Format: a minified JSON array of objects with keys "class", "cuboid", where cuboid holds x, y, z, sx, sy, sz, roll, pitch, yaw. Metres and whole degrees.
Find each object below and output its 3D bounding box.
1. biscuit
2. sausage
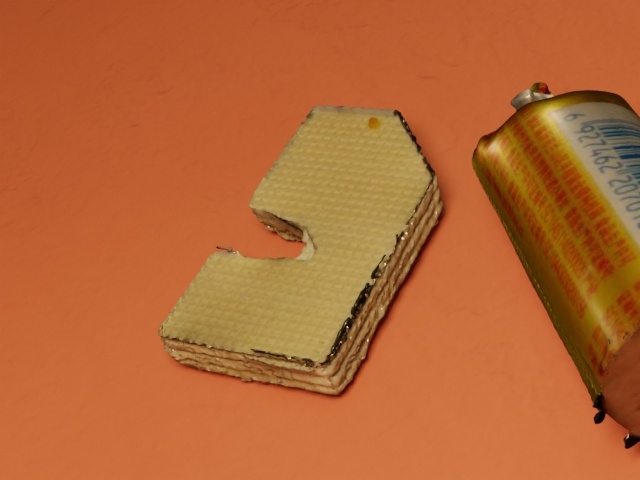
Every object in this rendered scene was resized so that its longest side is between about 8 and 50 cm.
[{"class":"biscuit","cuboid":[0.000,0.000,1.128,0.147,0.046,0.250,6,49,32]},{"class":"sausage","cuboid":[0.176,-0.010,1.006,0.125,0.117,0.317,-42,35,14]}]
